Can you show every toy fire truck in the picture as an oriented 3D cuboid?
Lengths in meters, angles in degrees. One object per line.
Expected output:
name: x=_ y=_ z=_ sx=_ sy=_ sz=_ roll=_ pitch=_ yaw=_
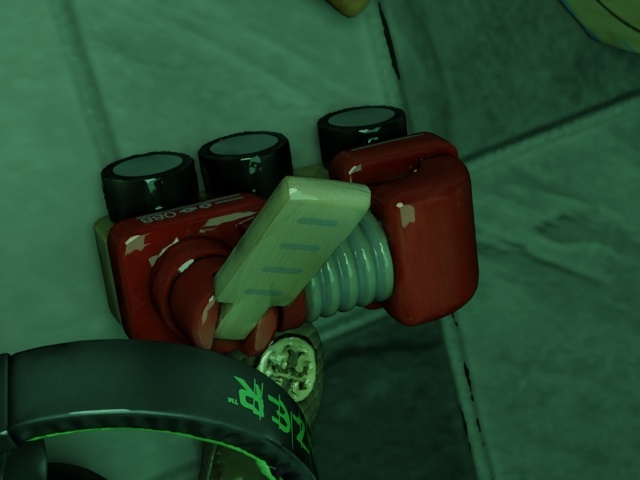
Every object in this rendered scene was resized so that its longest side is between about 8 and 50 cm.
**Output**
toy fire truck: x=0.000 y=0.000 z=0.762 sx=0.217 sy=0.246 sz=0.158 roll=-14 pitch=111 yaw=-18

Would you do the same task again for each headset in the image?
headset: x=-0.188 y=0.191 z=0.758 sx=0.394 sy=0.185 sz=0.243 roll=-19 pitch=139 yaw=12

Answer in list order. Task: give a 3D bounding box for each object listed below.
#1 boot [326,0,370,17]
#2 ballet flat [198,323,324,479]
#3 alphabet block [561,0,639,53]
boot: x=0.013 y=-0.278 z=0.715 sx=0.280 sy=0.096 sz=0.264 roll=22 pitch=95 yaw=-52
ballet flat: x=-0.052 y=0.168 z=0.899 sx=0.084 sy=0.058 sz=0.250 roll=17 pitch=99 yaw=-26
alphabet block: x=0.229 y=-0.230 z=0.811 sx=0.192 sy=0.197 sz=0.193 roll=42 pitch=88 yaw=-27
